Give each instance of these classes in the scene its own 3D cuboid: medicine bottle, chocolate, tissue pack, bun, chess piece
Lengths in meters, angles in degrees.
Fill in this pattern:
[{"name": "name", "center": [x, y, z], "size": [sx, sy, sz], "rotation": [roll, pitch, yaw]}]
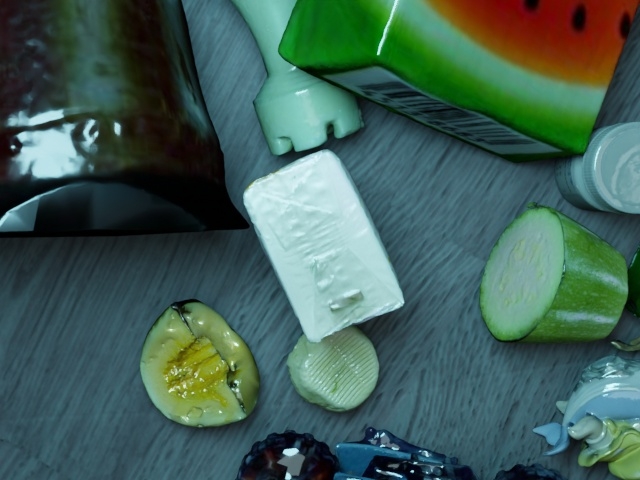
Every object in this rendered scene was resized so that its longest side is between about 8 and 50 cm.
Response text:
[{"name": "medicine bottle", "center": [0.342, -0.083, 1.135], "size": [0.104, 0.168, 0.105], "rotation": [0, 93, -1]}, {"name": "chocolate", "center": [-0.272, -0.163, 1.033], "size": [0.383, 0.383, 0.332], "rotation": [0, 91, -1]}, {"name": "tissue pack", "center": [0.000, 0.000, 1.105], "size": [0.124, 0.225, 0.185], "rotation": [-23, 93, 0]}, {"name": "bun", "center": [0.014, 0.153, 1.190], "size": [0.115, 0.069, 0.115], "rotation": [-1, 93, -22]}, {"name": "chess piece", "center": [-0.046, -0.257, 1.125], "size": [0.194, 0.194, 0.299], "rotation": [-17, 102, 0]}, {"name": "chocolate", "center": [0.183, -0.287, 1.059], "size": [0.360, 0.161, 0.342], "rotation": [18, 94, -31]}]

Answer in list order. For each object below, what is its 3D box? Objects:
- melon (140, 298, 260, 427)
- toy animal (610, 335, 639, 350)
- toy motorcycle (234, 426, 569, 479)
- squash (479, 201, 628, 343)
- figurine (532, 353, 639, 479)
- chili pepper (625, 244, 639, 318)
[{"name": "melon", "center": [-0.152, 0.153, 1.189], "size": [0.128, 0.079, 0.160], "rotation": [-32, 94, 19]}, {"name": "toy animal", "center": [0.462, 0.149, 1.202], "size": [0.219, 0.069, 0.086], "rotation": [10, 74, -5]}, {"name": "toy motorcycle", "center": [0.097, 0.356, 1.157], "size": [0.415, 0.172, 0.232], "rotation": [7, 99, -2]}, {"name": "squash", "center": [0.279, 0.048, 1.151], "size": [0.122, 0.170, 0.170], "rotation": [12, 92, -15]}, {"name": "figurine", "center": [0.366, 0.228, 1.176], "size": [0.208, 0.128, 0.184], "rotation": [-15, 95, 8]}, {"name": "chili pepper", "center": [0.438, 0.010, 1.194], "size": [0.108, 0.062, 0.216], "rotation": [13, 86, 7]}]
